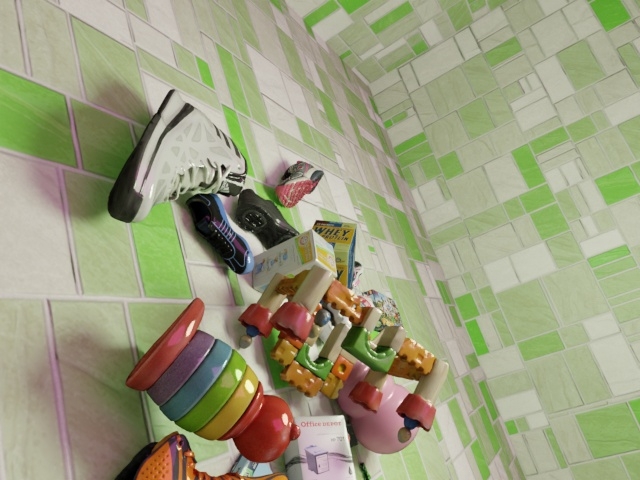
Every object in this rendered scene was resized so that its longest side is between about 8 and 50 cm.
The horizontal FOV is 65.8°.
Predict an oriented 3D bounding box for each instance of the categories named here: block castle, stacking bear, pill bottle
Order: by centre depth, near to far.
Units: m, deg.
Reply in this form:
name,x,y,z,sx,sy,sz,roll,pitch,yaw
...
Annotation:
name,x,y,z,sx,sy,sz,roll,pitch,yaw
stacking bear,-0.168,0.268,0.853,0.289,0.175,0.164,41,14,-10
block castle,0.041,0.270,1.164,0.453,0.303,0.212,39,68,-18
pill bottle,0.078,0.249,1.536,0.180,0.108,0.107,-22,86,-39

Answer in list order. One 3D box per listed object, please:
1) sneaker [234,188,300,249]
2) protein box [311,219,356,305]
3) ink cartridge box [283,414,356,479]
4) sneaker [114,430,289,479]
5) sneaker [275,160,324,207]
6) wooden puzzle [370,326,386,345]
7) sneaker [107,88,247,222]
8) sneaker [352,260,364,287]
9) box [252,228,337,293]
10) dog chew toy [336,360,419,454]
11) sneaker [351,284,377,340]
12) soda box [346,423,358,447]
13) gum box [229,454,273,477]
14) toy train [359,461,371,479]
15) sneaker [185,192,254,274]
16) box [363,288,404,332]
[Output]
name,x,y,z,sx,sy,sz,roll,pitch,yaw
sneaker,-0.139,-0.052,1.466,0.286,0.109,0.130,48,19,-39
protein box,0.032,0.070,1.542,0.199,0.136,0.201,-68,161,-60
ink cartridge box,-0.004,0.506,1.129,0.140,0.082,0.190,8,53,-28
sneaker,-0.187,0.395,0.813,0.321,0.125,0.180,3,61,-49
sneaker,-0.092,-0.201,1.725,0.112,0.120,0.299,35,25,5
wooden puzzle,0.199,0.419,1.648,0.239,0.044,0.220,-8,102,-64
sneaker,-0.282,-0.158,1.102,0.258,0.169,0.447,31,34,-22
sneaker,0.113,0.115,1.865,0.077,0.072,0.178,48,21,-11
box,-0.071,0.071,1.343,0.114,0.203,0.103,38,34,-46
dog chew toy,0.140,0.444,1.432,0.331,0.207,0.206,55,23,-1
sneaker,0.101,0.268,1.670,0.145,0.090,0.270,41,39,-13
soda box,0.034,0.525,1.290,0.169,0.053,0.060,18,51,-59
gum box,-0.124,0.532,0.966,0.184,0.041,0.157,59,24,-8
toy train,0.132,0.667,1.401,0.083,0.017,0.024,68,14,9
sneaker,-0.252,-0.011,1.215,0.232,0.081,0.090,58,26,4
box,0.263,0.301,2.017,0.233,0.044,0.159,29,41,-53
